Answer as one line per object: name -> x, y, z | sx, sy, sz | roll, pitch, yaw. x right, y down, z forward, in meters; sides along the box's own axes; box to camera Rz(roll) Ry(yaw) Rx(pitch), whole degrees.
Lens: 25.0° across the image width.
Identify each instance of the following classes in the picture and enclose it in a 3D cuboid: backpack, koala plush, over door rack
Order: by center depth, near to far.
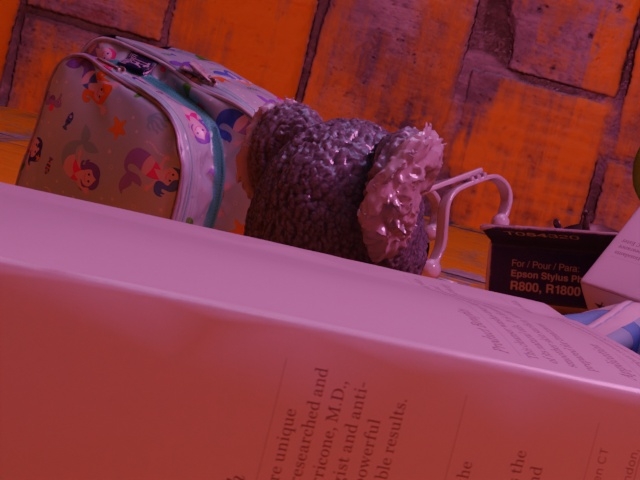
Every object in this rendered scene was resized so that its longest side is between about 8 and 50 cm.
koala plush -> 0.000, 0.026, 0.869 | 0.203, 0.221, 0.196 | 9, 8, -34
backpack -> -0.118, -0.037, 1.183 | 0.254, 0.225, 0.191 | 27, 14, 23
over door rack -> 0.000, 0.000, 1.449 | 0.324, 0.108, 0.240 | -7, -1, -37

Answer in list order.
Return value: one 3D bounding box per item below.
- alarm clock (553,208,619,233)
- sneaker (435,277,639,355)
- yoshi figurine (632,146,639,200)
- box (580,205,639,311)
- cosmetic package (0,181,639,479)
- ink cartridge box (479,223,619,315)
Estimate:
alarm clock -> 0.321, 0.060, 1.670 | 0.192, 0.129, 0.064 | 54, 30, -8
sneaker -> 0.134, 0.083, 1.104 | 0.208, 0.127, 0.319 | 18, 7, 25
yoshi figurine -> 0.459, -0.053, 1.410 | 0.362, 0.203, 0.203 | 9, -28, -17
box -> 0.344, 0.080, 1.239 | 0.181, 0.119, 0.182 | 20, -32, 41
cosmetic package -> -0.059, 0.078, 0.612 | 0.385, 0.156, 0.217 | 11, 6, -11
ink cartridge box -> 0.340, 0.060, 1.460 | 0.324, 0.071, 0.330 | 5, -10, 18
